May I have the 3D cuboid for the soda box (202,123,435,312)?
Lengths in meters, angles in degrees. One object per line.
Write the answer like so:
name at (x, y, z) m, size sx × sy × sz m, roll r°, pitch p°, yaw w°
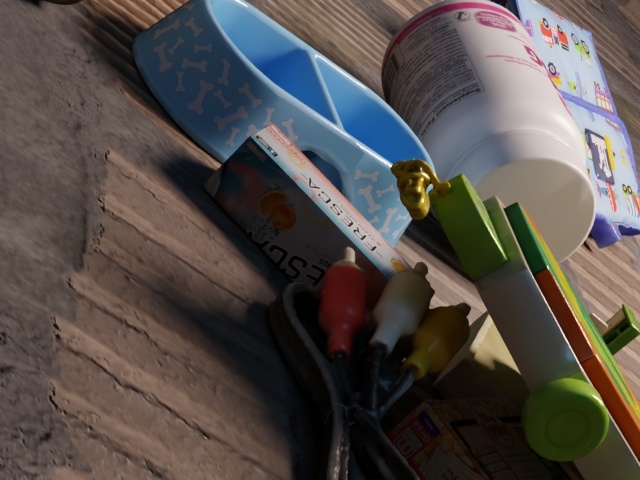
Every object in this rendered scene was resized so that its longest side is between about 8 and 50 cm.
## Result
soda box at (0.000, 0.000, 1.312) m, size 0.183 × 0.058 × 0.063 m, roll 46°, pitch 20°, yaw 2°

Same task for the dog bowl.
dog bowl at (-0.020, -0.103, 1.451) m, size 0.297 × 0.074 × 0.166 m, roll 31°, pitch 24°, yaw -34°

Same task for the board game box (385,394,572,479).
board game box at (0.147, 0.198, 1.238) m, size 0.193 × 0.045 × 0.146 m, roll 54°, pitch 21°, yaw 22°

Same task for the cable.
cable at (0.026, 0.092, 1.151) m, size 0.139 × 0.072 × 0.287 m, roll 23°, pitch 27°, yaw -4°

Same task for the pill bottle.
pill bottle at (0.161, -0.100, 1.680) m, size 0.160 × 0.160 × 0.283 m, roll 34°, pitch 23°, yaw -30°

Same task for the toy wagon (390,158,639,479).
toy wagon at (0.161, 0.073, 1.252) m, size 0.344 × 0.068 × 0.267 m, roll 57°, pitch 9°, yaw -27°

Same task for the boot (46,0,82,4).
boot at (-0.145, -0.264, 1.447) m, size 0.089 × 0.236 × 0.269 m, roll 14°, pitch -10°, yaw 14°

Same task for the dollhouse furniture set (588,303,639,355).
dollhouse furniture set at (0.231, 0.058, 1.662) m, size 0.151 × 0.058 × 0.076 m, roll 37°, pitch 21°, yaw -23°

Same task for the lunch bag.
lunch bag at (0.270, -0.119, 2.035) m, size 0.221 × 0.138 × 0.293 m, roll 15°, pitch 48°, yaw -57°

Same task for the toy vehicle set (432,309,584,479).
toy vehicle set at (0.209, 0.177, 1.417) m, size 0.267 × 0.035 × 0.166 m, roll 46°, pitch 20°, yaw 1°
